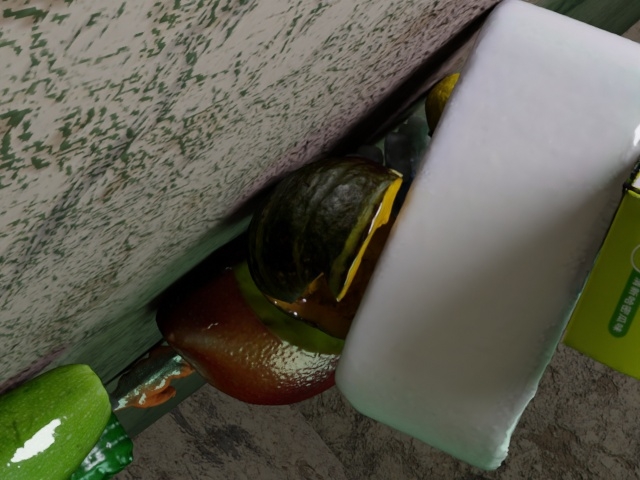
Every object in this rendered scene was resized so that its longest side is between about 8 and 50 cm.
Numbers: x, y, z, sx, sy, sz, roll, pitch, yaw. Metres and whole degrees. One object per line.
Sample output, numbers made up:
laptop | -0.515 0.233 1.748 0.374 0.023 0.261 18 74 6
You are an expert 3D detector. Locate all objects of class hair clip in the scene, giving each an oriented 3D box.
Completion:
hair clip | 0.049 -0.021 1.047 0.054 0.140 0.220 -4 -163 35

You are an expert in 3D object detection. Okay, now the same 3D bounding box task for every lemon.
lemon | 0.124 -0.115 1.028 0.065 0.065 0.092 -38 -177 -9

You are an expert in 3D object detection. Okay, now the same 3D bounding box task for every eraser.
eraser | 0.154 -0.025 0.906 0.331 0.150 0.331 -58 165 -25

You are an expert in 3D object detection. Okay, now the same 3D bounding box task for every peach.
peach | -0.035 0.074 1.063 0.159 0.154 0.267 -40 177 40

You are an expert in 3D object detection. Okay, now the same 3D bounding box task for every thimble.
thimble | -0.228 0.183 0.999 0.118 0.090 0.130 -34 173 -27

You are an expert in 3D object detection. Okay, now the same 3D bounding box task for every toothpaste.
toothpaste | 0.248 -0.010 0.809 0.327 0.077 0.110 -34 144 -63

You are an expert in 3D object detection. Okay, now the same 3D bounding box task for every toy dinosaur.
toy dinosaur | -0.204 0.165 1.328 0.279 0.055 0.101 -38 167 7

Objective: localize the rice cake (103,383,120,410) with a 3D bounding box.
rice cake | -0.288 0.211 1.165 0.207 0.036 0.047 -37 -179 -38

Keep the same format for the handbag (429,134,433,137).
handbag | 0.197 -0.139 1.446 0.256 0.079 0.219 -38 165 -14

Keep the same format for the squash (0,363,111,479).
squash | -0.250 0.177 0.767 0.292 0.082 0.082 -38 176 -30

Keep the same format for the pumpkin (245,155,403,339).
pumpkin | 0.000 0.000 0.869 0.119 0.108 0.183 -58 167 -17
